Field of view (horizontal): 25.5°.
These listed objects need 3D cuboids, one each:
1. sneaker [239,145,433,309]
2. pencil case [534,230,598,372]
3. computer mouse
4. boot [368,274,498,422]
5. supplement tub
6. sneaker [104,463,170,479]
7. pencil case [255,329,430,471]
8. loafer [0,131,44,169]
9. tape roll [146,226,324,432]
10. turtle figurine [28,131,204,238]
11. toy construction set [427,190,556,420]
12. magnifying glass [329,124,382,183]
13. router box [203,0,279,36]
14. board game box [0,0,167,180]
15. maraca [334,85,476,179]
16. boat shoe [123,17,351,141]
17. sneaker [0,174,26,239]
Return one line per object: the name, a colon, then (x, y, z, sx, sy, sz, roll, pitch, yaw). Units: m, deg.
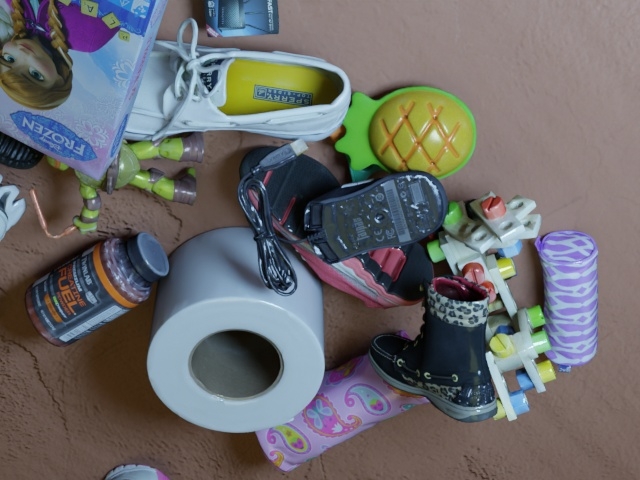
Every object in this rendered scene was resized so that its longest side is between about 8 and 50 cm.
sneaker: (0.000, 0.001, 1.943, 0.314, 0.116, 0.136, 39, 148, -12)
pencil case: (0.353, 0.084, 2.027, 0.088, 0.086, 0.206, 10, 127, 21)
computer mouse: (0.021, -0.057, 1.833, 0.262, 0.060, 0.184, -23, 103, 0)
boot: (0.148, 0.121, 1.882, 0.085, 0.236, 0.178, -18, 117, -30)
supplement tub: (-0.310, 0.063, 1.984, 0.198, 0.106, 0.106, -30, 120, 18)
sneaker: (-0.335, 0.452, 2.253, 0.252, 0.111, 0.103, -38, 118, 22)
pencil case: (0.040, 0.241, 2.108, 0.284, 0.124, 0.124, -28, 121, 16)
loafer: (-0.451, -0.171, 1.845, 0.220, 0.078, 0.080, 37, 84, -35)
tape roll: (-0.116, 0.125, 1.992, 0.246, 0.169, 0.246, -1, 126, -1)
turtle figurine: (-0.265, -0.117, 1.858, 0.217, 0.087, 0.269, 3, 109, -16)
toy construction set: (0.229, 0.063, 1.925, 0.151, 0.215, 0.327, -8, 125, 4)
magnifying glass: (0.055, -0.112, 1.915, 0.092, 0.026, 0.231, -32, 119, 20)
router box: (-0.100, -0.315, 1.761, 0.092, 0.038, 0.122, -3, 125, 1)
board game box: (-0.352, -0.254, 1.634, 0.319, 0.066, 0.318, 27, 138, 0)
maraca: (0.111, -0.140, 1.852, 0.186, 0.099, 0.127, 3, 105, 7)
boat shoe: (-0.140, -0.193, 1.749, 0.367, 0.135, 0.156, 6, 166, -7)
sneaker: (-0.527, -0.085, 1.853, 0.292, 0.118, 0.110, 39, 151, -22)
